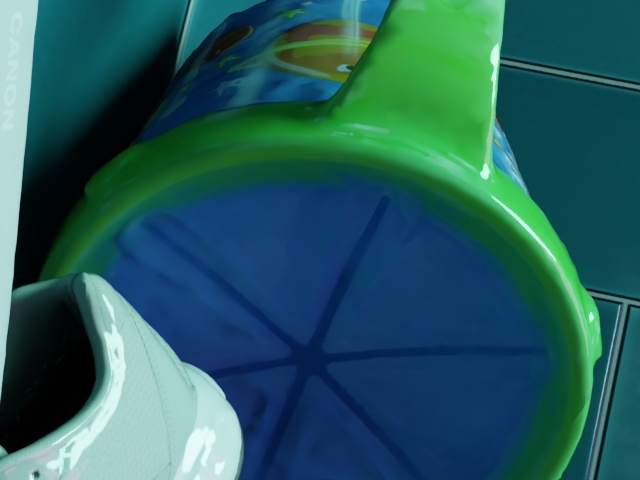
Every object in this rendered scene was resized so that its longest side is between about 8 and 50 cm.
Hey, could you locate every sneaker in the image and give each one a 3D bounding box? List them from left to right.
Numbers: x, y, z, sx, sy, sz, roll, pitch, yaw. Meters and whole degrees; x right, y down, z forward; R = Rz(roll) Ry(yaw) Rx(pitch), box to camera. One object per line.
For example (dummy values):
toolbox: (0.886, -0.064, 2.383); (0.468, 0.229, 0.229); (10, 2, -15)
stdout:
sneaker: (-0.122, 0.124, 0.536); (0.121, 0.099, 0.262); (60, 41, -43)

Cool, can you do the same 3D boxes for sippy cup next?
sippy cup: (0.000, 0.000, 0.736); (0.240, 0.305, 0.224); (51, 22, -24)

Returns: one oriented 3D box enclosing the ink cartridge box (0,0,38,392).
ink cartridge box: (-0.140, 0.048, 0.308); (0.261, 0.066, 0.296); (-56, 157, -68)
